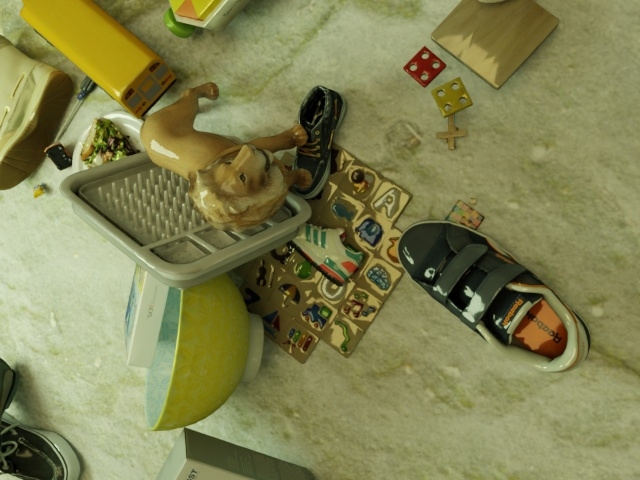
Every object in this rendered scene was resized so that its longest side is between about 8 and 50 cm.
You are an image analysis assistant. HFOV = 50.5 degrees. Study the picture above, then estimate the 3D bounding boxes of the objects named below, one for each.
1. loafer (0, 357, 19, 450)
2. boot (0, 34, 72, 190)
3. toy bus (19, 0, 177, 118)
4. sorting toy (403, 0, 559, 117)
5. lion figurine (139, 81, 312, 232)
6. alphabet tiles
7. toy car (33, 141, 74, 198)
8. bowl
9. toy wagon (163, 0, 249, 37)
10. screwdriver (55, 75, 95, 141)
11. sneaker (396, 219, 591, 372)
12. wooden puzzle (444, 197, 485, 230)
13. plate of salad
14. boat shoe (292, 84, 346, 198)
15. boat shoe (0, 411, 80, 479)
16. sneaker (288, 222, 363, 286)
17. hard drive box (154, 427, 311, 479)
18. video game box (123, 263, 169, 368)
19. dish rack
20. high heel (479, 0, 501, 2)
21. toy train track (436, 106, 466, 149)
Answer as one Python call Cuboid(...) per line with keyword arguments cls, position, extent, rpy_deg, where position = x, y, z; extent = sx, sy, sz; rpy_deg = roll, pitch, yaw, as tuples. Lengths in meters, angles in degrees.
Cuboid(cls="loafer", position=(-0.639, 0.331, 1.258), extent=(0.096, 0.267, 0.084), rpy_deg=(-6, 132, 0))
Cuboid(cls="boot", position=(-0.619, -0.250, 1.318), extent=(0.203, 0.095, 0.262), rpy_deg=(33, 100, 17))
Cuboid(cls="toy bus", position=(-0.410, -0.357, 1.209), extent=(0.333, 0.130, 0.108), rpy_deg=(41, 88, 15))
Cuboid(cls="sorting toy", position=(0.251, -0.299, 1.010), extent=(0.132, 0.046, 0.274), rpy_deg=(43, 90, 15))
Cuboid(cls="lion figurine", position=(-0.171, -0.130, 1.041), extent=(0.392, 0.240, 0.142), rpy_deg=(24, 127, 39))
Cuboid(cls="alphabet tiles", position=(-0.007, 0.022, 1.141), extent=(0.285, 0.011, 0.342), rpy_deg=(35, 102, 17))
Cuboid(cls="toy car", position=(-0.531, -0.143, 1.311), extent=(0.122, 0.060, 0.040), rpy_deg=(-40, 46, 10))
Cuboid(cls="bowl", position=(-0.183, 0.169, 1.110), extent=(0.156, 0.289, 0.289), rpy_deg=(11, 96, -20))
Cuboid(cls="toy wagon", position=(-0.201, -0.520, 1.129), extent=(0.267, 0.068, 0.344), rpy_deg=(-33, 70, 37))
Cuboid(cls="screwdriver", position=(-0.471, -0.259, 1.300), extent=(0.024, 0.025, 0.170), rpy_deg=(41, 101, 15))
Cuboid(cls="sneaker", position=(0.245, 0.072, 0.983), extent=(0.321, 0.127, 0.126), rpy_deg=(33, 103, 16))
Cuboid(cls="wooden puzzle", position=(0.221, -0.029, 1.057), extent=(0.049, 0.006, 0.083), rpy_deg=(38, 103, 16))
Cuboid(cls="plate of salad", position=(-0.386, -0.142, 1.259), extent=(0.200, 0.048, 0.200), rpy_deg=(0, 90, 20))
Cuboid(cls="boat shoe", position=(-0.016, -0.158, 1.091), extent=(0.065, 0.083, 0.183), rpy_deg=(19, 97, 19))
Cuboid(cls="boat shoe", position=(-0.612, 0.403, 1.320), extent=(0.306, 0.105, 0.113), rpy_deg=(27, 100, 18))
Cuboid(cls="sneaker", position=(0.000, 0.000, 1.110), extent=(0.075, 0.057, 0.161), rpy_deg=(-45, 69, -8))
Cuboid(cls="hard drive box", position=(-0.153, 0.430, 1.095), extent=(0.232, 0.089, 0.181), rpy_deg=(25, 102, -20))
Cuboid(cls="video game box", position=(-0.295, 0.087, 1.159), extent=(0.048, 0.187, 0.205), rpy_deg=(10, 100, -22))
Cuboid(cls="dish rack", position=(-0.212, -0.043, 1.071), extent=(0.333, 0.285, 0.072), rpy_deg=(32, 132, 33))
Cuboid(cls="high heel", position=(0.302, -0.445, 0.974), extent=(0.244, 0.082, 0.117), rpy_deg=(-41, 48, 13))
Cuboid(cls="toy train track", position=(0.205, -0.182, 1.058), extent=(0.048, 0.014, 0.083), rpy_deg=(-2, 84, 27))
